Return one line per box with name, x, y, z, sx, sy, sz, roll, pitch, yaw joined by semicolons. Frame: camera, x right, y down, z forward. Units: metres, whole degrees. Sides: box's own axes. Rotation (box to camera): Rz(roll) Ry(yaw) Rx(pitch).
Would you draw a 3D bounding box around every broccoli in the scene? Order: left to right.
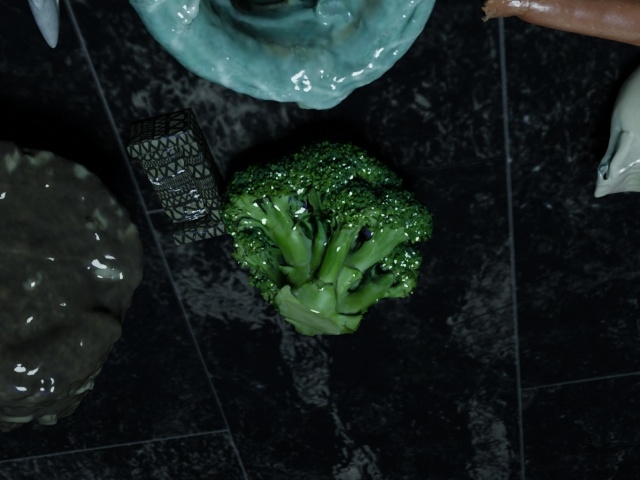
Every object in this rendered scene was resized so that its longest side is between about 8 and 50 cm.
broccoli;0.000;0.000;0.839;0.196;0.156;0.195;15;156;7

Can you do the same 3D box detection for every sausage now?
sausage;0.204;-0.178;0.765;0.158;0.036;0.042;6;123;-8

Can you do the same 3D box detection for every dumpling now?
dumpling;0.306;-0.096;0.807;0.188;0.108;0.127;-51;142;15

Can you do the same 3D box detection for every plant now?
plant;-0.284;0.049;0.836;0.215;0.213;0.312;17;164;-17

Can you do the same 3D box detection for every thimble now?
thimble;-0.030;-0.199;0.639;0.199;0.143;0.235;-19;137;0

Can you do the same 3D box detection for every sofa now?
sofa;-0.120;-0.054;0.854;0.060;0.039;0.118;-12;131;8

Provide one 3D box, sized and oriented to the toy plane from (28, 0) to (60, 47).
toy plane;-0.199;-0.254;0.648;0.212;0.088;0.267;-1;140;-1
